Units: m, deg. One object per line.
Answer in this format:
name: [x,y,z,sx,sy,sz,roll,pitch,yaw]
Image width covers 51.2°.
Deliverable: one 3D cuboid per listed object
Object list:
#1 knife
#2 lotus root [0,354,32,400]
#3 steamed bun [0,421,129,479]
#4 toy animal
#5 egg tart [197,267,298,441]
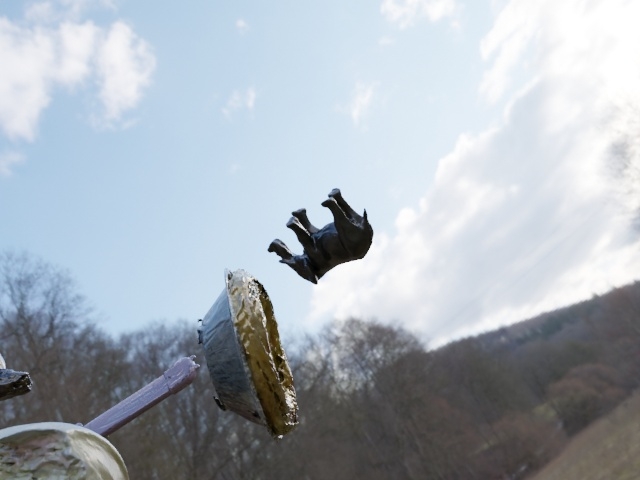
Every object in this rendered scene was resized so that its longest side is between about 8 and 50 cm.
knife: [-0.455,0.407,1.577,0.399,0.132,0.038,-34,-52,-6]
lotus root: [-0.713,0.270,1.311,0.183,0.310,0.182,8,-90,-74]
steamed bun: [-0.349,0.292,0.740,0.226,0.170,0.200,-10,20,15]
toy animal: [-0.004,0.003,1.299,0.245,0.146,0.114,-20,21,48]
egg tart: [-0.097,0.150,0.870,0.094,0.234,0.234,-19,-26,-1]
